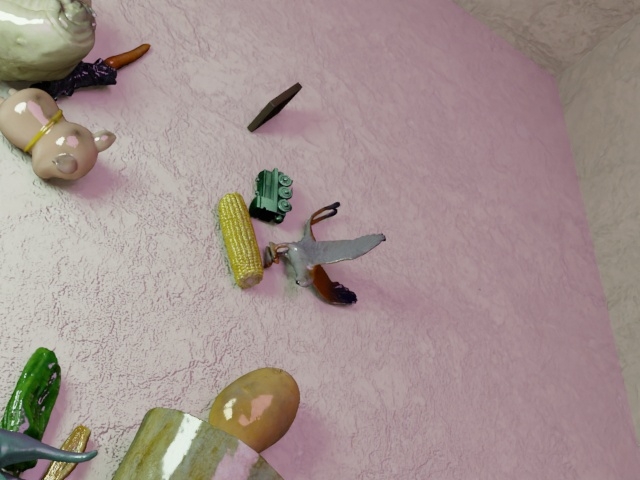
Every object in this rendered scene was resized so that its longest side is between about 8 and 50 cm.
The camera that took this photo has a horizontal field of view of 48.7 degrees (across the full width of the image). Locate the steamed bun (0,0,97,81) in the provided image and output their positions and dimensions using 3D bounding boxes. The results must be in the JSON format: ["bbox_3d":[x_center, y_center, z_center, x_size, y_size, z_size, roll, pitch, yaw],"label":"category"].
[{"bbox_3d":[-0.665,-0.484,1.572,0.351,0.247,0.339,7,45,-4],"label":"steamed bun"}]

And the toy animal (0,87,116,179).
[{"bbox_3d":[-0.594,-0.235,1.534,0.248,0.149,0.165,37,57,1],"label":"toy animal"}]

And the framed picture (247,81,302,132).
[{"bbox_3d":[-0.132,-0.388,2.053,0.023,0.128,0.168,47,42,-4],"label":"framed picture"}]

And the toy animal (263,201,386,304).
[{"bbox_3d":[-0.019,0.003,1.883,0.301,0.225,0.284,-4,45,-30],"label":"toy animal"}]

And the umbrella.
[{"bbox_3d":[-0.596,-0.390,1.695,0.080,0.071,0.224,33,42,22],"label":"umbrella"}]

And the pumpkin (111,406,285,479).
[{"bbox_3d":[-0.229,0.467,1.240,0.332,0.332,0.199,45,54,-7],"label":"pumpkin"}]

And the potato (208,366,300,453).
[{"bbox_3d":[-0.140,0.362,1.515,0.150,0.146,0.233,31,36,23],"label":"potato"}]

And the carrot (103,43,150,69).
[{"bbox_3d":[-0.506,-0.485,1.868,0.037,0.037,0.190,47,38,-5],"label":"carrot"}]

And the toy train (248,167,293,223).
[{"bbox_3d":[-0.133,-0.124,1.913,0.111,0.071,0.171,17,51,-23],"label":"toy train"}]

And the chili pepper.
[{"bbox_3d":[-0.515,0.306,1.258,0.100,0.074,0.257,74,18,-52],"label":"chili pepper"}]

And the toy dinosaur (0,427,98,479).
[{"bbox_3d":[-0.608,0.313,1.112,0.383,0.129,0.331,-32,83,-30],"label":"toy dinosaur"}]

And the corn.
[{"bbox_3d":[-0.200,-0.005,1.756,0.081,0.081,0.249,4,59,-40],"label":"corn"}]

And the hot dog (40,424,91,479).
[{"bbox_3d":[-0.459,0.398,1.277,0.044,0.028,0.137,19,42,3],"label":"hot dog"}]
